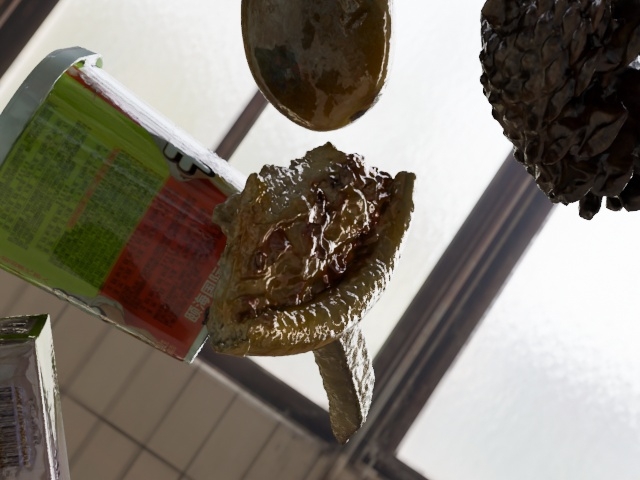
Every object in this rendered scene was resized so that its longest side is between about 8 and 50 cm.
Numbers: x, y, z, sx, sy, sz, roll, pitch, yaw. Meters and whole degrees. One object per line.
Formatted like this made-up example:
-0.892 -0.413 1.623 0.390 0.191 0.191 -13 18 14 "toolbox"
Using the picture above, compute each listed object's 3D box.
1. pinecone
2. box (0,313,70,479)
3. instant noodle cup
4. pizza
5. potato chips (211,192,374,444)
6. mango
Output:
0.290 -0.168 1.292 0.296 0.242 0.298 49 23 -34 "pinecone"
-0.276 0.209 1.207 0.062 0.261 0.175 -6 5 -8 "box"
-0.218 -0.029 1.444 0.307 0.294 0.294 31 -9 -2 "instant noodle cup"
0.000 0.000 1.231 0.073 0.365 0.182 -4 -73 34 "pizza"
-0.002 0.093 1.362 0.080 0.057 0.407 0 -41 25 "potato chips"
-0.007 -0.283 1.467 0.192 0.316 0.146 -7 1 34 "mango"
